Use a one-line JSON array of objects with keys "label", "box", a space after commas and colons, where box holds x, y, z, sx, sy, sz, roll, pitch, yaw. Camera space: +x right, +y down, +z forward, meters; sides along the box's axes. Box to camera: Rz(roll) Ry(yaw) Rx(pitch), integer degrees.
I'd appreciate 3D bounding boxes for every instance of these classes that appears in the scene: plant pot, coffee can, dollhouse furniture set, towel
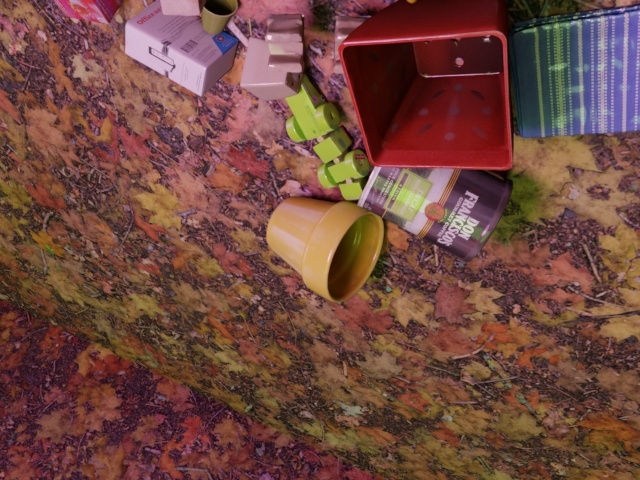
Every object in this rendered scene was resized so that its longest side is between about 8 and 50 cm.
[{"label": "plant pot", "box": [-0.229, -0.496, 1.230, 0.083, 0.083, 0.079, 35, 151, -5]}, {"label": "plant pot", "box": [0.219, -0.307, 1.015, 0.267, 0.236, 0.267, 5, 140, 25]}, {"label": "coffee can", "box": [0.246, -0.103, 1.237, 0.275, 0.202, 0.202, 27, 138, 4]}, {"label": "plant pot", "box": [-0.096, -0.365, 1.215, 0.096, 0.109, 0.109, 12, 90, 23]}, {"label": "dollhouse furniture set", "box": [-0.083, -0.540, 1.045, 0.393, 0.257, 0.362, 1, 135, 0]}, {"label": "plant pot", "box": [0.000, 0.000, 1.466, 0.238, 0.254, 0.254, 25, 141, 31]}, {"label": "towel", "box": [0.520, -0.296, 1.015, 0.335, 0.040, 0.243, 2, 132, 28]}]

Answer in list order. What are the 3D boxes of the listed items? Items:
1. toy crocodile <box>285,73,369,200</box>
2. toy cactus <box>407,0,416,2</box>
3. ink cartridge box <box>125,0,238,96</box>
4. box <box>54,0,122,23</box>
[{"label": "toy crocodile", "box": [0.024, -0.233, 1.326, 0.115, 0.105, 0.341, -17, 116, 40]}, {"label": "toy cactus", "box": [0.170, -0.504, 0.912, 0.218, 0.112, 0.180, -34, 129, 9]}, {"label": "ink cartridge box", "box": [-0.313, -0.439, 1.272, 0.203, 0.148, 0.086, 30, 140, 2]}, {"label": "box", "box": [-0.537, -0.603, 1.197, 0.128, 0.123, 0.257, 15, 160, 18]}]
